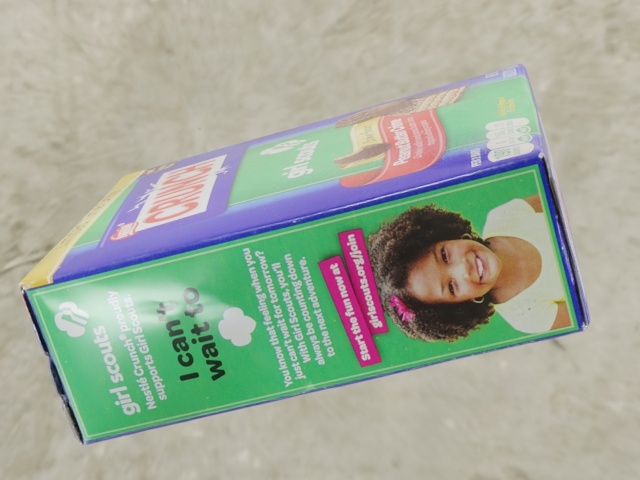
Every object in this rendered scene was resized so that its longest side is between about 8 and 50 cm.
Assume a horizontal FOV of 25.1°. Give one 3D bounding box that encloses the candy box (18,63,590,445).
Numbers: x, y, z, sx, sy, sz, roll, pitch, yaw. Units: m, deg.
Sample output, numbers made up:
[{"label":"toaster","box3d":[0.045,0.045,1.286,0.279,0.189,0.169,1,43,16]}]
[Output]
[{"label":"candy box","box3d":[0.000,0.000,0.945,0.317,0.268,0.122,-16,105,10]}]
